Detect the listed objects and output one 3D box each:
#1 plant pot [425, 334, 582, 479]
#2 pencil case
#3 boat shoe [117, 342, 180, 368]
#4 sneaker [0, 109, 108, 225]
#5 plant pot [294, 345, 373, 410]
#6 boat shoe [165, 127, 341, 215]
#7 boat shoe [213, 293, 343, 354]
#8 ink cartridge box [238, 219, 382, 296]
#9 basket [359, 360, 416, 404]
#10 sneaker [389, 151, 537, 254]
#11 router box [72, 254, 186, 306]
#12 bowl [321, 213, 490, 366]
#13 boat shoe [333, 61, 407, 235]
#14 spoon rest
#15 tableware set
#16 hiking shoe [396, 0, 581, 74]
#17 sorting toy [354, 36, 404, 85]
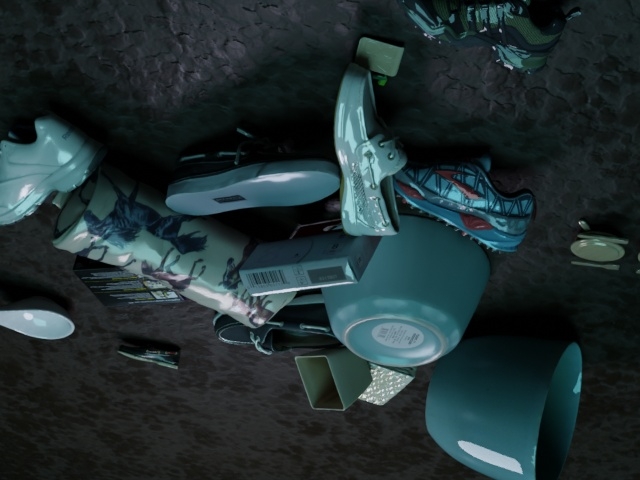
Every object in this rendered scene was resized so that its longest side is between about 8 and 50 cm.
[{"bbox_3d":[0.339,0.310,1.952,0.235,0.293,0.293,10,149,27],"label":"plant pot"},{"bbox_3d":[-0.242,0.009,1.734,0.410,0.159,0.183,25,170,-22],"label":"pencil case"},{"bbox_3d":[-0.365,0.241,2.209,0.133,0.042,0.049,13,171,-5],"label":"boat shoe"},{"bbox_3d":[-0.470,-0.122,1.670,0.297,0.111,0.129,-27,117,35],"label":"sneaker"},{"bbox_3d":[0.033,0.251,1.954,0.096,0.109,0.109,-23,-173,-35],"label":"plant pot"},{"bbox_3d":[-0.102,-0.110,1.581,0.306,0.104,0.113,-9,154,36],"label":"boat shoe"},{"bbox_3d":[-0.083,0.171,1.995,0.303,0.091,0.114,-13,143,31],"label":"boat shoe"},{"bbox_3d":[0.000,0.000,1.639,0.189,0.232,0.066,-9,120,25],"label":"ink cartridge box"},{"bbox_3d":[0.117,0.245,2.049,0.113,0.103,0.167,19,145,-14],"label":"basket"},{"bbox_3d":[0.208,-0.090,1.573,0.262,0.104,0.125,28,105,-5],"label":"sneaker"},{"bbox_3d":[-0.356,0.070,1.950,0.179,0.046,0.133,-4,144,19],"label":"router box"},{"bbox_3d":[0.134,0.109,1.797,0.312,0.163,0.311,7,147,4],"label":"bowl"},{"bbox_3d":[0.078,-0.125,1.469,0.096,0.098,0.277,7,130,17],"label":"boat shoe"},{"bbox_3d":[-0.624,0.136,2.074,0.276,0.084,0.137,32,140,-29],"label":"spoon rest"},{"bbox_3d":[0.507,0.010,1.681,0.194,0.039,0.128,8,158,11],"label":"tableware set"},{"bbox_3d":[0.204,-0.295,1.281,0.227,0.086,0.114,16,132,-20],"label":"hiking shoe"},{"bbox_3d":[0.078,-0.246,1.424,0.062,0.012,0.083,13,146,-2],"label":"sorting toy"}]
